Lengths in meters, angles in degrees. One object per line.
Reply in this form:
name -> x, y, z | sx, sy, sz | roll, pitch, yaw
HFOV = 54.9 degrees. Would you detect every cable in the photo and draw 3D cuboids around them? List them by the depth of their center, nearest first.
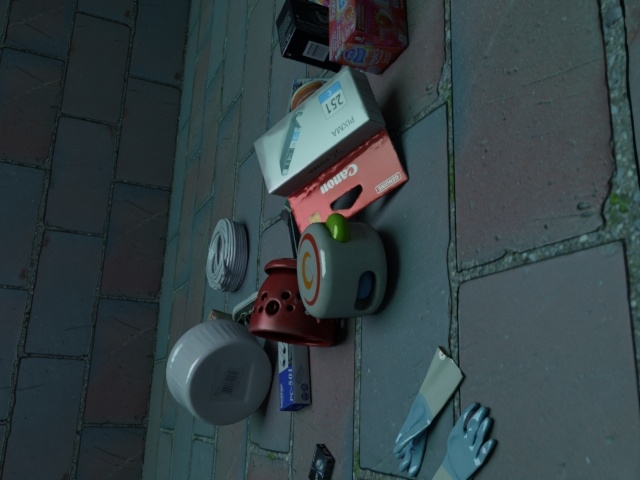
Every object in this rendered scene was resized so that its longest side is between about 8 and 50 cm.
cable -> -0.325, 0.052, 2.144 | 0.257, 0.089, 0.256 | 167, 111, -66

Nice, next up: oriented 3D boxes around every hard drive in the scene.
hard drive -> -0.057, 0.008, 1.488 | 0.094, 0.022, 0.135 | 108, 153, -73

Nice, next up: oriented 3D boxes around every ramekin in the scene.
ramekin -> -0.267, 0.366, 1.683 | 0.135, 0.277, 0.277 | 24, 104, 58

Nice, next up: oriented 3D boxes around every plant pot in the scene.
plant pot -> -0.050, 0.138, 1.374 | 0.191, 0.191, 0.174 | -22, 54, 63

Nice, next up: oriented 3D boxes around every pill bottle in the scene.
pill bottle -> 0.017, -0.262, 1.418 | 0.121, 0.121, 0.216 | -61, 38, 38

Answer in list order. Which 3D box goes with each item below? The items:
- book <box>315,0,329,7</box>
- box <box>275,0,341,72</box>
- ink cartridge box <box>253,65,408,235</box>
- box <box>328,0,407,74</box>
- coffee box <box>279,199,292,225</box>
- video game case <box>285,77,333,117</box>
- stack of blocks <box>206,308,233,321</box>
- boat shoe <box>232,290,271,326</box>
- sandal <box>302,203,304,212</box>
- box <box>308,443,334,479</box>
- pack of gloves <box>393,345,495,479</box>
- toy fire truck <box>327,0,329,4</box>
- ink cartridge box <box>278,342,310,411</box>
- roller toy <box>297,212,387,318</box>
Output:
book -> 0.021, -0.668, 1.682 | 0.144, 0.035, 0.096 | -68, 30, 28
box -> -0.020, -0.526, 1.567 | 0.093, 0.156, 0.158 | 123, 147, -42
ink cartridge box -> 0.010, -0.169, 1.285 | 0.296, 0.066, 0.261 | -33, 65, 33
box -> 0.098, -0.506, 1.327 | 0.123, 0.128, 0.256 | 143, 131, -59
coffee box -> -0.031, -0.094, 1.534 | 0.113, 0.041, 0.184 | 51, 133, 26
video game case -> -0.045, -0.278, 1.688 | 0.300, 0.036, 0.328 | -147, 67, -64
stack of blocks -> -0.312, 0.342, 1.920 | 0.171, 0.087, 0.297 | -70, 19, 3
boat shoe -> -0.206, 0.218, 1.824 | 0.219, 0.078, 0.070 | -45, 41, 51
sandal -> -0.001, -0.004, 1.454 | 0.088, 0.079, 0.239 | -108, 12, -51
box -> 0.002, 0.492, 1.329 | 0.067, 0.018, 0.083 | -146, 67, -65
pack of gloves -> 0.175, 0.315, 0.967 | 0.195, 0.046, 0.232 | -123, 47, -58
toy fire truck -> 0.069, -0.616, 1.531 | 0.135, 0.047, 0.192 | 122, 147, -43
ink cartridge box -> -0.066, 0.307, 1.515 | 0.097, 0.046, 0.207 | 134, 139, -55
roller toy -> 0.044, 0.058, 1.227 | 0.209, 0.146, 0.191 | 136, 130, -65
